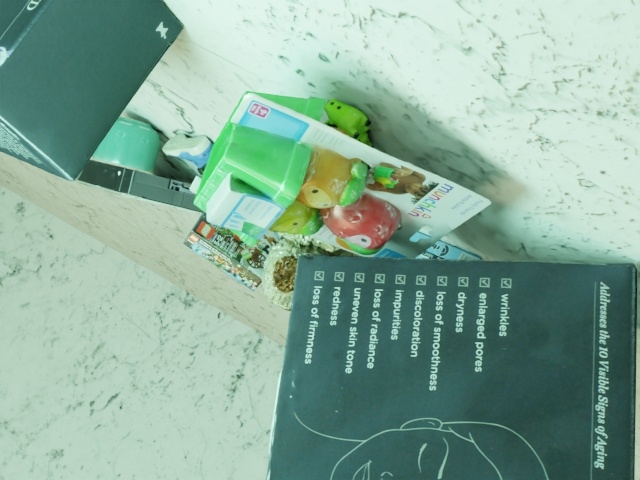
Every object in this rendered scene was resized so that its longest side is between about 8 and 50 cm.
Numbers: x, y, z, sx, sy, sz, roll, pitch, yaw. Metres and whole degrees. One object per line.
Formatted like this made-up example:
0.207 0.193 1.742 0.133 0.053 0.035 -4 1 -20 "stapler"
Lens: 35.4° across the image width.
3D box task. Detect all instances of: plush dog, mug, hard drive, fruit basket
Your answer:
-0.025 0.018 1.787 0.210 0.225 0.262 29 166 12 "plush dog"
-0.405 -0.204 2.092 0.129 0.098 0.157 13 -178 -27 "mug"
-0.402 -0.123 2.283 0.236 0.064 0.339 13 180 -38 "hard drive"
0.009 -0.055 1.403 0.353 0.166 0.327 27 155 -11 "fruit basket"

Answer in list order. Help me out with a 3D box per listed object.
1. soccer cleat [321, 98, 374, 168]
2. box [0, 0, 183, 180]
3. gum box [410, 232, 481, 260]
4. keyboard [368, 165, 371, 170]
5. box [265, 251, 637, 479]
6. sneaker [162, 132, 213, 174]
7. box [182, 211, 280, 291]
0.039 -0.146 1.467 0.072 0.060 0.179 38 162 19 "soccer cleat"
-0.463 -0.304 1.521 0.395 0.294 0.212 21 162 39 "box"
0.225 0.058 1.763 0.157 0.041 0.184 24 163 31 "gum box"
0.004 -0.143 1.611 0.180 0.023 0.108 29 159 16 "keyboard"
0.195 0.289 1.409 0.471 0.480 0.297 1 157 17 "box"
-0.250 -0.167 1.997 0.152 0.058 0.085 4 140 50 "sneaker"
-0.142 -0.031 1.895 0.159 0.233 0.044 35 132 -8 "box"
